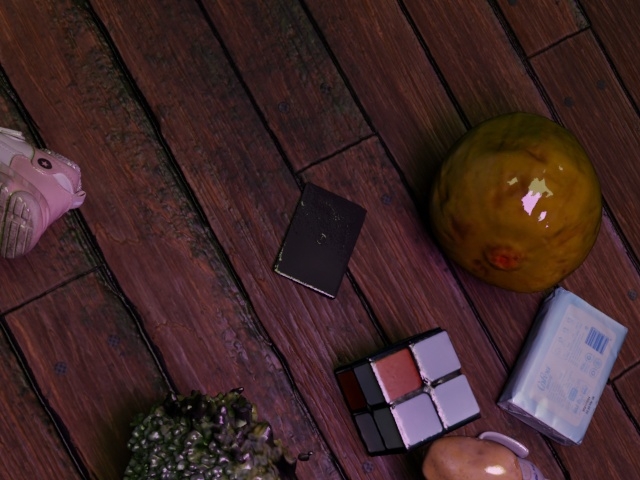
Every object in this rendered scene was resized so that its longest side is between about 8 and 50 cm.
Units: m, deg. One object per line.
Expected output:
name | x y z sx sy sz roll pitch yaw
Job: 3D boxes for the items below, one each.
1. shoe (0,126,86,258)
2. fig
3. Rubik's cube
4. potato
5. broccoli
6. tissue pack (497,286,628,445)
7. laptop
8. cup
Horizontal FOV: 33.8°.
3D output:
shoe | -0.563 -0.111 1.737 0.351 0.172 0.198 36 30 10
fig | 0.370 -0.084 1.994 0.343 0.343 0.343 5 76 -19
Rubik's cube | 0.153 0.273 1.891 0.167 0.183 0.180 -21 87 -24
potato | 0.262 0.394 1.822 0.178 0.118 0.109 5 37 15
broccoli | -0.150 0.410 1.714 0.281 0.293 0.348 -3 89 -59
tissue pack | 0.474 0.248 2.067 0.177 0.089 0.263 32 71 -9
laptop | 0.000 0.000 1.990 0.135 0.016 0.197 26 68 -12
cup | 0.344 0.456 1.963 0.142 0.173 0.134 17 103 -18
